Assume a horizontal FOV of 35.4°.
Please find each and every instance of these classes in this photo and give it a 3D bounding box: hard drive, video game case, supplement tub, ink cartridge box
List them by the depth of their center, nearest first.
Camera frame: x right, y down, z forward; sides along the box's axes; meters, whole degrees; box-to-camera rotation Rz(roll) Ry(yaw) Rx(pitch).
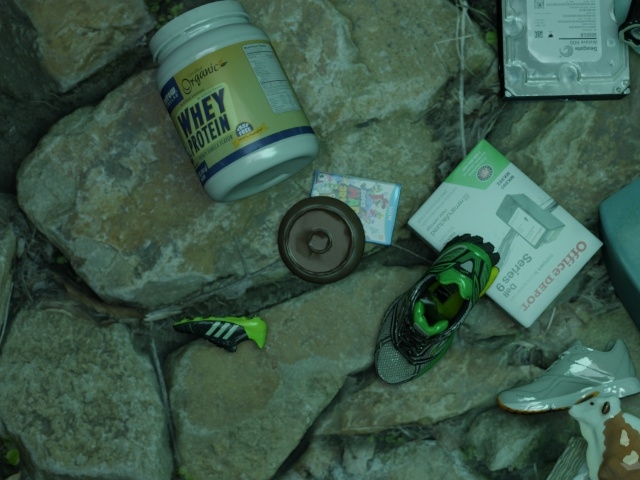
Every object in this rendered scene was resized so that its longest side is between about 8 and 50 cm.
[{"bbox_3d":[0.333,-0.010,1.828,0.289,0.121,0.211,41,91,6],"label":"ink cartridge box"},{"bbox_3d":[-0.163,-0.253,1.837,0.228,0.228,0.316,-26,84,3],"label":"supplement tub"},{"bbox_3d":[0.448,-0.430,1.870,0.237,0.064,0.339,-1,87,0],"label":"hard drive"},{"bbox_3d":[0.062,-0.062,1.910,0.166,0.015,0.119,10,87,6],"label":"video game case"}]

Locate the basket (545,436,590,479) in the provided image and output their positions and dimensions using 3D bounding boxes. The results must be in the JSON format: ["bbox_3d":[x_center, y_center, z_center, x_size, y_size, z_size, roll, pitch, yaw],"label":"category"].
[{"bbox_3d":[0.510,0.549,1.702,0.331,0.266,0.328,31,89,7],"label":"basket"}]

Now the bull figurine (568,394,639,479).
[{"bbox_3d":[0.492,0.381,1.537,0.310,0.101,0.188,36,92,9],"label":"bull figurine"}]

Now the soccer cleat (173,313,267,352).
[{"bbox_3d":[-0.191,0.176,1.895,0.179,0.060,0.072,0,87,2],"label":"soccer cleat"}]

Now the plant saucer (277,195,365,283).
[{"bbox_3d":[0.000,0.000,1.893,0.168,0.029,0.168,0,94,6],"label":"plant saucer"}]

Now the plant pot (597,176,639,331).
[{"bbox_3d":[0.616,0.012,1.749,0.248,0.247,0.252,-34,67,2],"label":"plant pot"}]

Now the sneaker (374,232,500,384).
[{"bbox_3d":[0.178,0.137,1.769,0.134,0.146,0.343,36,128,11],"label":"sneaker"}]

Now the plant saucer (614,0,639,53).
[{"bbox_3d":[0.634,-0.426,1.841,0.195,0.037,0.195,1,85,-17],"label":"plant saucer"}]

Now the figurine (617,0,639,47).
[{"bbox_3d":[0.657,-0.419,1.786,0.215,0.092,0.209,25,75,-14],"label":"figurine"}]

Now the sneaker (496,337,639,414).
[{"bbox_3d":[0.443,0.246,1.824,0.262,0.099,0.121,-10,78,-3],"label":"sneaker"}]
